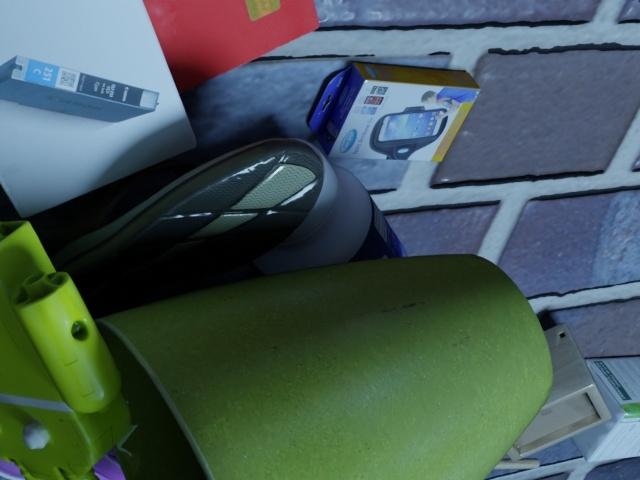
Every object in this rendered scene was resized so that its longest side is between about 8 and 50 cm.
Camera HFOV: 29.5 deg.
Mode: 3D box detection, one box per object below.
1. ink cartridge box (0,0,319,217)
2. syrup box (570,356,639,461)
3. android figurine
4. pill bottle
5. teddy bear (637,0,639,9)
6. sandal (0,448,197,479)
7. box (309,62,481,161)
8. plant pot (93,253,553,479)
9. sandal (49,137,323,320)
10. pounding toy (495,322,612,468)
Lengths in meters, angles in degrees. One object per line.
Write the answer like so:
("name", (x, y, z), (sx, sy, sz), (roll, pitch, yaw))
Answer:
("ink cartridge box", (-0.131, -0.173, 0.775), (0.261, 0.066, 0.296), (-24, 142, -6))
("syrup box", (0.418, 0.208, 1.537), (0.236, 0.093, 0.096), (1, 132, -34))
("android figurine", (-0.231, 0.072, 0.851), (0.056, 0.248, 0.273), (-42, 121, -40))
("pill bottle", (0.000, 0.000, 1.016), (0.112, 0.112, 0.187), (-33, 142, 4))
("teddy bear", (0.304, -0.297, 0.907), (0.245, 0.113, 0.338), (-33, 150, 15))
("sandal", (-0.097, 0.155, 1.039), (0.416, 0.102, 0.169), (-2, 112, -4))
("box", (0.059, -0.105, 1.006), (0.136, 0.028, 0.081), (-2, 135, -34))
("plant pot", (0.018, 0.127, 0.904), (0.293, 0.275, 0.275), (-24, 143, -22))
("sandal", (-0.135, -0.013, 0.917), (0.302, 0.086, 0.120), (-24, 155, 30))
("pounding toy", (0.220, 0.198, 1.406), (0.206, 0.094, 0.181), (-26, 148, 10))
